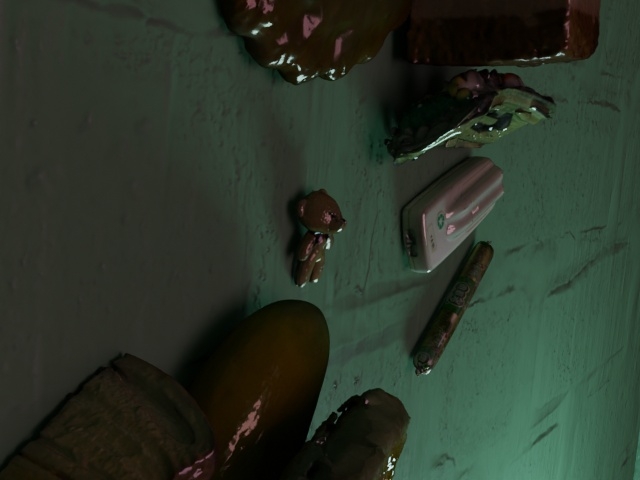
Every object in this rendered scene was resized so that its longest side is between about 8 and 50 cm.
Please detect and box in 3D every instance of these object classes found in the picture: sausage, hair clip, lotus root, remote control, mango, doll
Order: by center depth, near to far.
[{"bbox_3d":[-0.145,0.172,0.641,0.159,0.135,0.095,-41,134,-30],"label":"lotus root"},{"bbox_3d":[-0.061,0.145,0.794,0.137,0.091,0.237,58,45,-53],"label":"mango"},{"bbox_3d":[-0.008,-0.004,0.906,0.061,0.051,0.093,-23,146,-57],"label":"doll"},{"bbox_3d":[0.177,-0.161,1.099,0.321,0.138,0.091,-16,83,-60],"label":"hair clip"},{"bbox_3d":[0.178,-0.041,1.188,0.230,0.049,0.090,-37,126,-48],"label":"remote control"},{"bbox_3d":[0.187,0.088,1.254,0.269,0.033,0.032,-54,141,-38],"label":"sausage"}]

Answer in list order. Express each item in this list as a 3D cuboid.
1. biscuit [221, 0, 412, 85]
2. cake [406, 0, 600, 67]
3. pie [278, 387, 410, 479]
[{"bbox_3d":[0.023,-0.306,0.829,0.335,0.078,0.329,-12,113,-56],"label":"biscuit"},{"bbox_3d":[0.208,-0.341,1.028,0.199,0.196,0.292,-24,113,-57],"label":"cake"},{"bbox_3d":[-0.009,0.273,0.815,0.296,0.078,0.371,-48,163,-42],"label":"pie"}]
